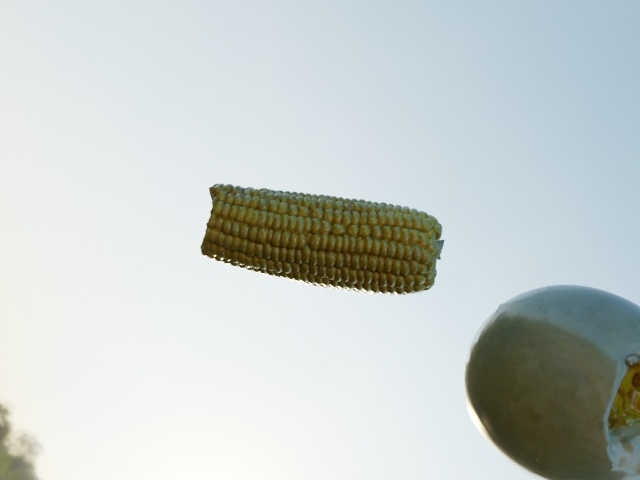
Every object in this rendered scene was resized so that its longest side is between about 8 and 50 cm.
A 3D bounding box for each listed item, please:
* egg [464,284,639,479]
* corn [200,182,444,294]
[{"bbox_3d":[0.337,0.195,1.321,0.336,0.278,0.278,12,-57,58],"label":"egg"},{"bbox_3d":[0.000,0.000,0.950,0.093,0.244,0.093,8,90,-84],"label":"corn"}]
